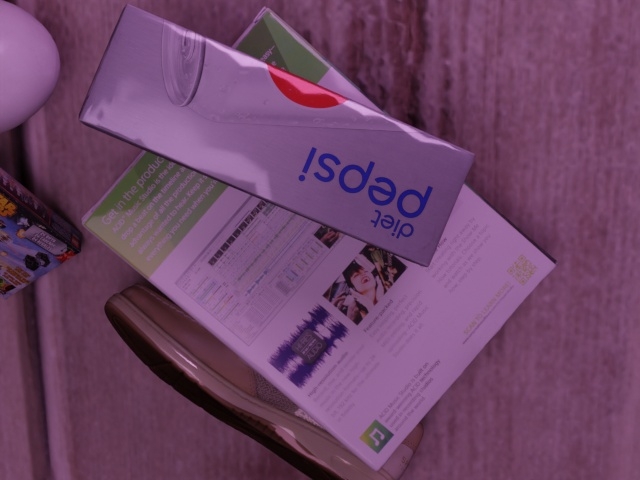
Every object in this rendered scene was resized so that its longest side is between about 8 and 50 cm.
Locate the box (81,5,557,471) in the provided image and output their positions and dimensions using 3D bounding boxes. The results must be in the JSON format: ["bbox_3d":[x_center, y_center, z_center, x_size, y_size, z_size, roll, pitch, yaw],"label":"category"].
[{"bbox_3d":[0.000,0.000,1.182,0.322,0.058,0.232,41,90,-8],"label":"box"}]

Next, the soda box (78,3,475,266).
[{"bbox_3d":[-0.034,-0.078,1.097,0.286,0.091,0.098,23,90,-6],"label":"soda box"}]

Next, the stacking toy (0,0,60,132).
[{"bbox_3d":[-0.455,-0.121,1.176,0.480,0.350,0.350,-8,111,-7],"label":"stacking toy"}]

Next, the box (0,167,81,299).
[{"bbox_3d":[-0.289,-0.013,1.256,0.094,0.027,0.137,-30,130,20],"label":"box"}]

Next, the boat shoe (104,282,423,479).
[{"bbox_3d":[-0.049,0.119,1.264,0.302,0.109,0.098,34,74,-3],"label":"boat shoe"}]
